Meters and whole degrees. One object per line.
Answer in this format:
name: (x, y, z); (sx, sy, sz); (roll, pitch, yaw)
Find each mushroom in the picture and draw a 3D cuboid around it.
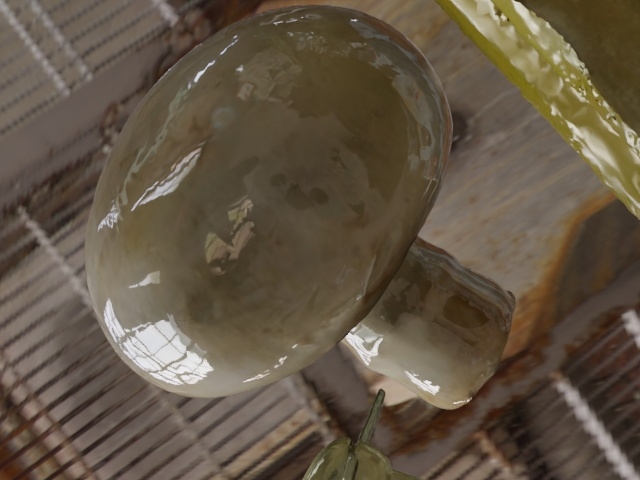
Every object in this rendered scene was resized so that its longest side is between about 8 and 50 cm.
mushroom: (-0.005, -0.017, 0.853); (0.209, 0.206, 0.206); (4, -101, -23)

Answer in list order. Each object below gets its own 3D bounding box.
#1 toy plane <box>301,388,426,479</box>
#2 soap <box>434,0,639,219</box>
toy plane: (-0.014, 0.190, 0.773); (0.092, 0.229, 0.244); (21, -79, 4)
soap: (0.115, -0.170, 0.732); (0.199, 0.091, 0.315); (-38, -112, -10)
